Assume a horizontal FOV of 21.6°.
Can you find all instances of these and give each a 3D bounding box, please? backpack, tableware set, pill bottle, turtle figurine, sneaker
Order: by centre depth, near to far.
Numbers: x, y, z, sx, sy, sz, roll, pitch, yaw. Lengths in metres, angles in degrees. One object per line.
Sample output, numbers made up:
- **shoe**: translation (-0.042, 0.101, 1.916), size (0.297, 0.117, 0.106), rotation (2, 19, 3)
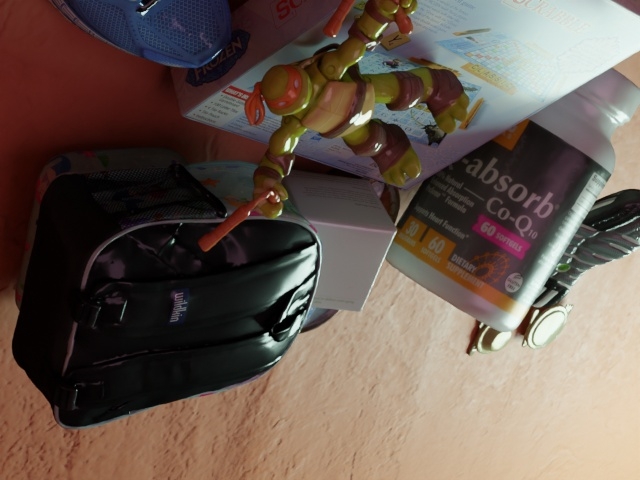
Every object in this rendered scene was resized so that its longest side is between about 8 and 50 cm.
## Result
- **sneaker**: translation (-0.154, -0.224, 1.253), size (0.130, 0.147, 0.330), rotation (-44, 142, -3)
- **turtle figurine**: translation (0.011, -0.102, 1.367), size (0.217, 0.087, 0.269), rotation (11, 115, -51)
- **backpack**: translation (-0.133, 0.032, 1.453), size (0.253, 0.191, 0.225), rotation (-6, 129, -30)
- **pill bottle**: translation (0.196, -0.061, 1.685), size (0.162, 0.162, 0.278), rotation (27, 95, -50)
- **sneaker**: translation (0.275, -0.031, 1.805), size (0.086, 0.132, 0.228), rotation (23, 144, -21)
- **tableware set**: translation (0.244, 0.076, 1.967), size (0.168, 0.020, 0.141), rotation (-10, 131, -38)

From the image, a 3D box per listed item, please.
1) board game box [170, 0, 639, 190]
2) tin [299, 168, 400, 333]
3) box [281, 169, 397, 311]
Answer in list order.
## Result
- **board game box**: translation (0.090, -0.171, 1.466), size (0.318, 0.066, 0.318), rotation (-31, 151, 31)
- **tin**: translation (0.006, 0.008, 1.682), size (0.106, 0.040, 0.190), rotation (15, 111, -52)
- **box**: translation (0.000, 0.000, 1.577), size (0.101, 0.087, 0.102), rotation (7, 122, -25)
